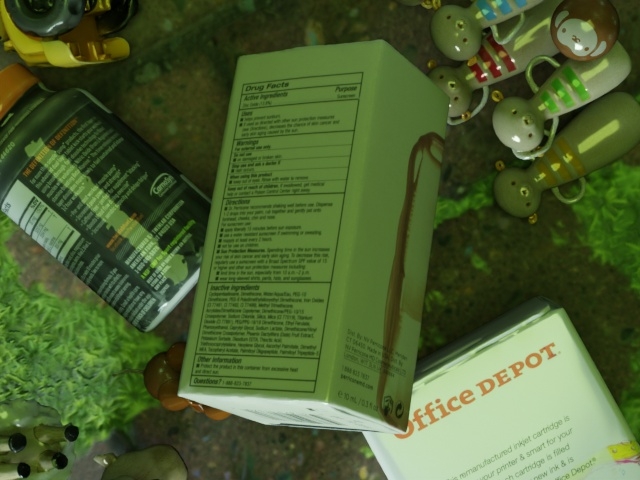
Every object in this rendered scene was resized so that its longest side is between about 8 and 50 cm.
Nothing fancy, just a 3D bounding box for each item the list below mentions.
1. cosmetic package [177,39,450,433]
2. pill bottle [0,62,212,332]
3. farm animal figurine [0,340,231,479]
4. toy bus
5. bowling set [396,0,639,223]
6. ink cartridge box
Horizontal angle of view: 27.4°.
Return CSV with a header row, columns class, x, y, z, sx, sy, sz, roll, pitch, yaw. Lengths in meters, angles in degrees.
class,x,y,z,sx,sy,sz,roll,pitch,yaw
cosmetic package,0.000,0.000,1.079,0.153,0.129,0.296,0,73,34
pill bottle,-0.201,-0.044,1.144,0.246,0.130,0.130,42,93,-2
farm animal figurine,-0.155,0.263,1.140,0.327,0.172,0.330,-17,95,-39
toy bus,-0.286,-0.244,1.135,0.211,0.149,0.220,-11,96,15
bowling set,0.158,-0.160,1.104,0.154,0.200,0.287,-35,89,4
ink cartridge box,0.182,0.216,1.163,0.201,0.117,0.278,-29,93,2
